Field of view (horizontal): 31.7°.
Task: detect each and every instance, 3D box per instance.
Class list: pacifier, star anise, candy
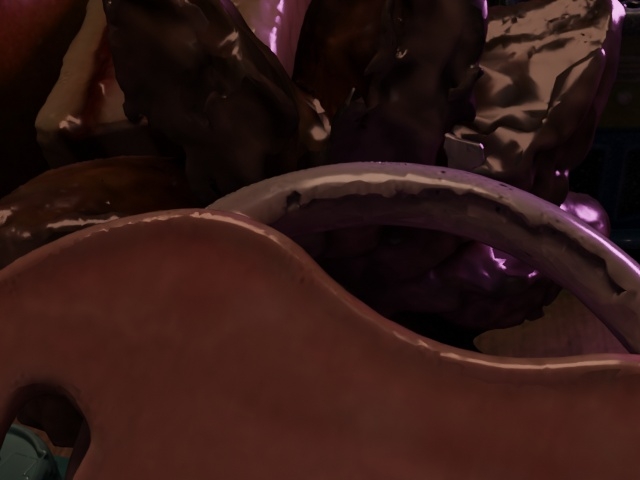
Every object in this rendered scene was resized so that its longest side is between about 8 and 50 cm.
[{"bbox_3d":[0.002,0.120,0.322,0.332,0.220,0.273,19,30,8],"label":"pacifier"},{"bbox_3d":[0.002,0.001,0.488,0.332,0.331,0.117,-15,46,-10],"label":"star anise"},{"bbox_3d":[-0.063,-0.118,0.760,0.135,0.179,0.320,-3,45,14],"label":"candy"}]

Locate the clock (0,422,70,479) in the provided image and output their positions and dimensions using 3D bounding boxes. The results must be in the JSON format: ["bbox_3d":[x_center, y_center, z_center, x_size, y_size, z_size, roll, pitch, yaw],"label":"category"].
[{"bbox_3d":[-0.180,0.132,0.560,0.147,0.045,0.108,9,34,29],"label":"clock"}]

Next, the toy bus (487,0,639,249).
[{"bbox_3d":[0.177,-0.148,0.772,0.152,0.190,0.312,0,35,2],"label":"toy bus"}]

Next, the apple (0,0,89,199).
[{"bbox_3d":[-0.318,-0.119,0.793,0.384,0.374,0.374,-50,31,10],"label":"apple"}]
